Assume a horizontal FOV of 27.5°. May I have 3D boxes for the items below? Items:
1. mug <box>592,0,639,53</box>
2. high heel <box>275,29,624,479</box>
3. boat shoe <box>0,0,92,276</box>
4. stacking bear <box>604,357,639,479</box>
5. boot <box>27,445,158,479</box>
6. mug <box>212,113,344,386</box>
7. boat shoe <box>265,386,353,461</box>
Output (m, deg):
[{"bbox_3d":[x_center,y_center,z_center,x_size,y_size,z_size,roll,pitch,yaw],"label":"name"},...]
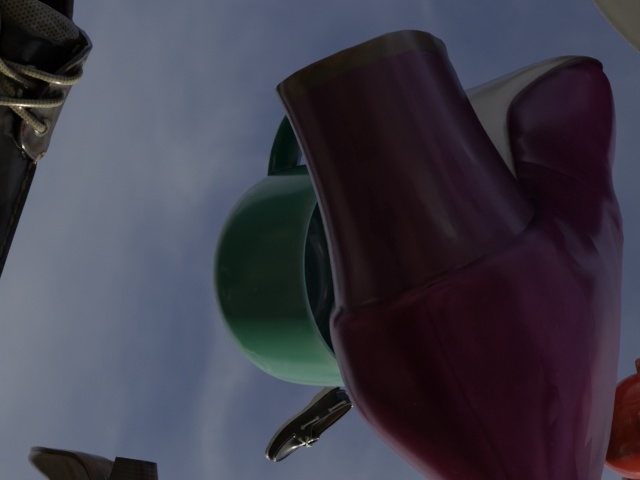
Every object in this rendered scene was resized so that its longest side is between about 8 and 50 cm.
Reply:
[{"bbox_3d":[0.394,-0.265,0.869,0.374,0.328,0.276,41,-26,34],"label":"mug"},{"bbox_3d":[0.086,0.015,0.585,0.127,0.377,0.181,-23,-94,23],"label":"high heel"},{"bbox_3d":[-0.215,-0.117,0.789,0.130,0.132,0.355,-13,-110,41],"label":"boat shoe"},{"bbox_3d":[0.368,0.250,1.306,0.164,0.289,0.175,-18,-150,29],"label":"stacking bear"},{"bbox_3d":[-0.134,0.165,0.743,0.118,0.042,0.087,-2,-106,43],"label":"boot"},{"bbox_3d":[0.005,0.008,0.766,0.097,0.129,0.157,-8,-124,45],"label":"mug"},{"bbox_3d":[-0.013,0.228,1.587,0.125,0.046,0.038,-41,-118,-11],"label":"boat shoe"}]
